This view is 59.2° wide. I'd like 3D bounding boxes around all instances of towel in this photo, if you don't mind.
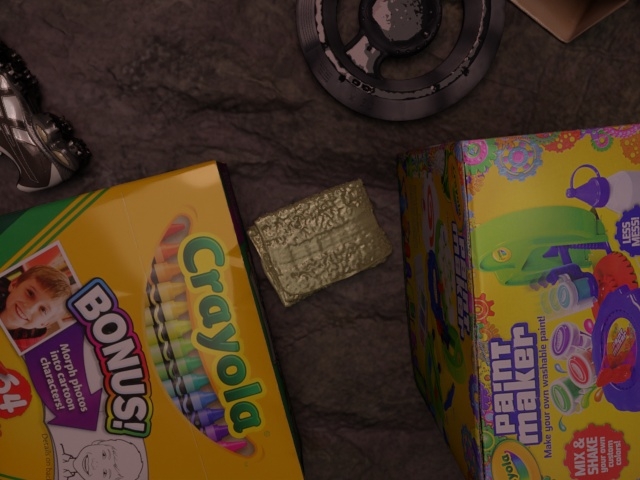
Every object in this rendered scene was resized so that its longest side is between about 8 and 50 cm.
[{"bbox_3d":[0.000,0.000,0.650,0.148,0.027,0.110,-25,96,-6],"label":"towel"}]

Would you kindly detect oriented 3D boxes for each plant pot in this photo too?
[{"bbox_3d":[0.271,-0.297,0.593,0.109,0.109,0.096,35,83,-5],"label":"plant pot"}]

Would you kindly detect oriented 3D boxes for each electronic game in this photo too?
[{"bbox_3d":[0.087,-0.247,0.617,0.229,0.048,0.229,0,98,0],"label":"electronic game"}]

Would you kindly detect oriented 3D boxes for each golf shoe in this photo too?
[{"bbox_3d":[-0.343,-0.142,0.605,0.094,0.077,0.198,-33,96,3],"label":"golf shoe"}]

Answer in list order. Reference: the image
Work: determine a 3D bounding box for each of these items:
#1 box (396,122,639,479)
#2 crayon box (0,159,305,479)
[{"bbox_3d":[0.190,0.048,0.541,0.176,0.279,0.290,-6,98,-1],"label":"box"},{"bbox_3d":[-0.212,0.125,0.626,0.313,0.106,0.363,-15,97,0],"label":"crayon box"}]
